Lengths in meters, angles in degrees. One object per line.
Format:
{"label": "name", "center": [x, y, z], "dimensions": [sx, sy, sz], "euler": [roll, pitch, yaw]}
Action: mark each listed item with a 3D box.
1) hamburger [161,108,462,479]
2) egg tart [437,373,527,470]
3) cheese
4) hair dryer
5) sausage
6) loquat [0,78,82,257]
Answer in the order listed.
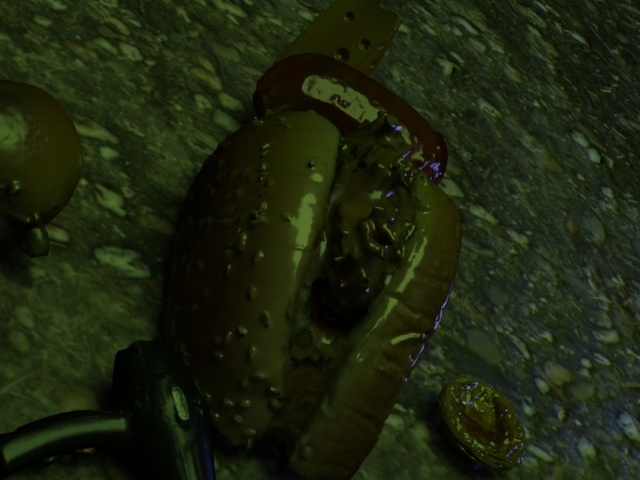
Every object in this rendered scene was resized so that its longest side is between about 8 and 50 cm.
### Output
{"label": "hamburger", "center": [0.000, 0.000, 1.455], "dimensions": [0.268, 0.287, 0.445], "euler": [27, 35, -16]}
{"label": "egg tart", "center": [0.185, 0.218, 1.591], "dimensions": [0.130, 0.052, 0.130], "euler": [25, 37, -20]}
{"label": "cheese", "center": [0.040, -0.275, 1.875], "dimensions": [0.093, 0.171, 0.126], "euler": [51, 37, 13]}
{"label": "hair dryer", "center": [-0.214, 0.213, 1.228], "dimensions": [0.271, 0.091, 0.236], "euler": [-6, 66, -32]}
{"label": "sausage", "center": [0.035, -0.135, 1.736], "dimensions": [0.268, 0.153, 0.141], "euler": [34, 23, -10]}
{"label": "loquat", "center": [-0.318, -0.076, 1.350], "dimensions": [0.172, 0.149, 0.204], "euler": [-17, 79, -52]}
